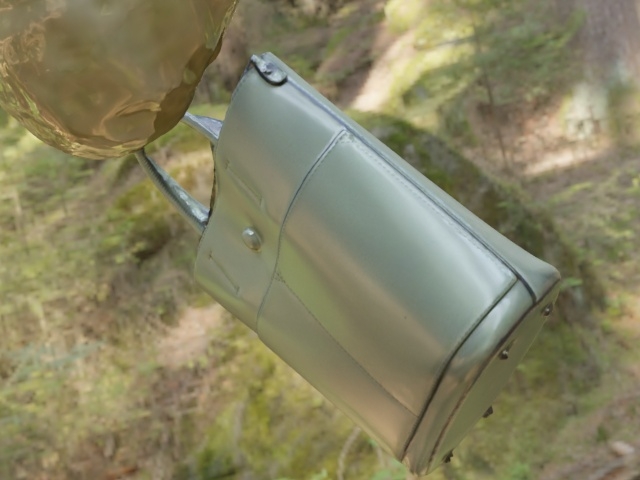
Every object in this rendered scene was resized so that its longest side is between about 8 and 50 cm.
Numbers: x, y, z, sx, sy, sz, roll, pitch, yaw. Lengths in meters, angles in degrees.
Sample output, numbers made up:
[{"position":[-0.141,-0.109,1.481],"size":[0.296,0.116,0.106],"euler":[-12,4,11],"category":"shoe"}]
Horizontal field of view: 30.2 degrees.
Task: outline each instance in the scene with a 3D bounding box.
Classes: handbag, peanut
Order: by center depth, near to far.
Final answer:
[{"position":[-0.106,-0.188,0.512],"size":[0.152,0.313,0.152],"euler":[-8,24,4],"category":"peanut"},{"position":[0.000,0.000,0.803],"size":[0.109,0.315,0.241],"euler":[-36,-22,-34],"category":"handbag"}]
